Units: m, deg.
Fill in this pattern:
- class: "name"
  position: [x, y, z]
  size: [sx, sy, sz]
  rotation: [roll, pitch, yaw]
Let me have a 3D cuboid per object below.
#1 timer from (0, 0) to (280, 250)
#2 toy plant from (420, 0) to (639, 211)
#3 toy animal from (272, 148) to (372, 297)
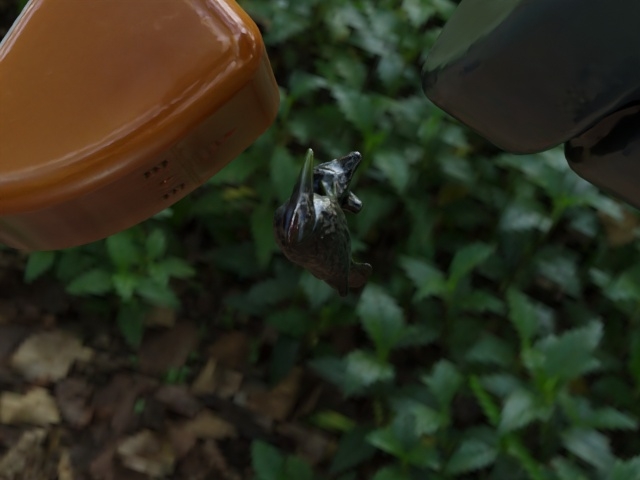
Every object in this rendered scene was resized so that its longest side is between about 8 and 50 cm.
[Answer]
- class: "timer"
  position: [-0.167, -0.093, 1.318]
  size: [0.250, 0.257, 0.161]
  rotation: [-42, 84, -3]
- class: "toy plant"
  position: [0.074, -0.128, 0.527]
  size: [0.400, 0.185, 0.279]
  rotation: [36, 21, -9]
- class: "toy animal"
  position: [-0.001, -0.009, 1.289]
  size: [0.070, 0.202, 0.105]
  rotation: [-13, 87, 9]
